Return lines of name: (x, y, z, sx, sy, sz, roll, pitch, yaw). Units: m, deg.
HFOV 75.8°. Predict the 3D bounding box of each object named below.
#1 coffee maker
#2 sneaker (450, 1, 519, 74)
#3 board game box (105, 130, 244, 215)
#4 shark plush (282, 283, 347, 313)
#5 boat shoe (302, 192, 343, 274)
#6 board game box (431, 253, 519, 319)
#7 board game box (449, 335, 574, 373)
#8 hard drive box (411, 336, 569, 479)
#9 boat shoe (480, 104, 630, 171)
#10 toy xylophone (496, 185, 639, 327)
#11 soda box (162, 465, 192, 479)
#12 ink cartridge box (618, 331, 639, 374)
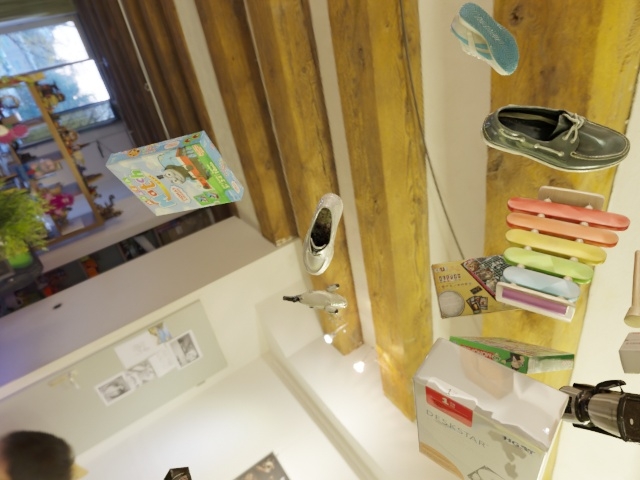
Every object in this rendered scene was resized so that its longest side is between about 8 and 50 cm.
coffee maker: (0.658, 0.393, 0.919, 0.171, 0.120, 0.178, 34, -15, -3)
sneaker: (0.465, -0.558, 1.164, 0.229, 0.087, 0.092, 49, -9, 0)
board game box: (-0.285, -0.126, 0.822, 0.160, 0.211, 0.039, 60, 28, -50)
shark plush: (-0.013, 0.159, 1.035, 0.067, 0.161, 0.073, 78, 3, -73)
boat shoe: (0.000, 0.000, 0.795, 0.066, 0.063, 0.184, 26, -57, 6)
board game box: (0.464, 0.135, 1.213, 0.042, 0.243, 0.165, 54, 29, -72)
board game box: (0.538, 0.314, 1.152, 0.213, 0.317, 0.046, 3, -97, 50)
hard drive box: (0.242, 0.280, 0.615, 0.181, 0.089, 0.232, 20, -42, 37)
boat shoe: (0.531, -0.236, 0.924, 0.319, 0.116, 0.099, 15, -7, 12)
toy xylophone: (0.443, 0.027, 0.730, 0.236, 0.323, 0.081, 10, -46, 26)
soda box: (-0.332, 0.637, 0.987, 0.060, 0.053, 0.169, -58, -138, 14)
ink cartridge box: (1.040, 0.351, 1.288, 0.139, 0.190, 0.082, -14, -94, 45)
